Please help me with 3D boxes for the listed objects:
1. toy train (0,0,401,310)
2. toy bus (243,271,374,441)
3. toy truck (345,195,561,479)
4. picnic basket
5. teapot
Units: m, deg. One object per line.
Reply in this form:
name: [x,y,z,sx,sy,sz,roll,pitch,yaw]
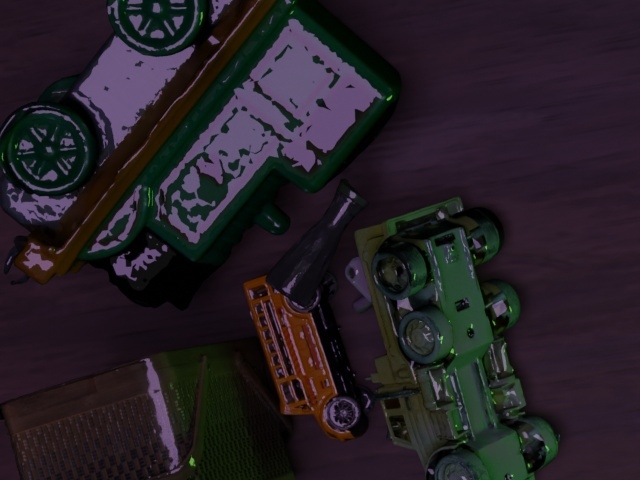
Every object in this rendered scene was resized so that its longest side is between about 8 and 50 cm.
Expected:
toy train: [-0.105,-0.099,1.647,0.249,0.178,0.429,38,103,-5]
toy bus: [-0.010,0.100,1.693,0.074,0.069,0.162,-18,91,15]
toy truck: [0.099,0.105,1.657,0.135,0.128,0.259,-19,91,45]
picnic basket: [-0.138,0.174,1.635,0.165,0.267,0.139,-18,85,18]
teapot: [0.000,0.000,1.631,0.043,0.043,0.110,34,90,7]
